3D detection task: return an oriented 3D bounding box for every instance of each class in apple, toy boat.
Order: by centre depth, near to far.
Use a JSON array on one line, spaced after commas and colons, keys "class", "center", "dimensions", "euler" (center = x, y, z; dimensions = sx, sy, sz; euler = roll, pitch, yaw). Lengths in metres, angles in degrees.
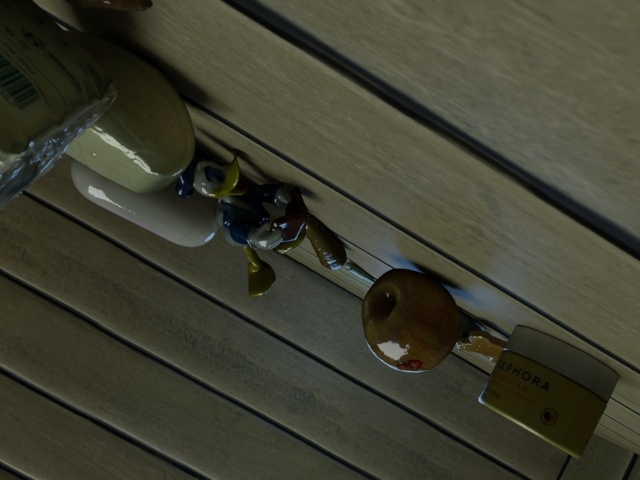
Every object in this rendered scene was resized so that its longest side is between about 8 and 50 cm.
[{"class": "apple", "center": [0.190, 0.171, 1.158], "dimensions": [0.187, 0.211, 0.211], "euler": [34, 173, -28]}, {"class": "toy boat", "center": [0.358, 0.231, 1.432], "dimensions": [0.085, 0.078, 0.260], "euler": [-16, 140, 44]}]

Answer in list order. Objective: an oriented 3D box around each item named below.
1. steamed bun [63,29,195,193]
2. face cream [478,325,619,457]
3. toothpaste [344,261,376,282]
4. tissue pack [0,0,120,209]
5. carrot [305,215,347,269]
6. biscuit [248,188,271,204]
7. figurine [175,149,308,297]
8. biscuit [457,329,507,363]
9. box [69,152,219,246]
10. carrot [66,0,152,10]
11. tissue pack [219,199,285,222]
[{"class": "steamed bun", "center": [-0.294, -0.188, 0.785], "dimensions": [0.250, 0.155, 0.200], "euler": [32, 160, -15]}, {"class": "face cream", "center": [0.463, 0.307, 1.110], "dimensions": [0.218, 0.180, 0.218], "euler": [30, 173, 4]}, {"class": "toothpaste", "center": [0.128, 0.106, 1.743], "dimensions": [0.048, 0.029, 0.197], "euler": [25, 175, 39]}, {"class": "tissue pack", "center": [-0.416, -0.194, 0.498], "dimensions": [0.380, 0.207, 0.297], "euler": [45, -163, -19]}, {"class": "carrot", "center": [0.000, 0.000, 1.349], "dimensions": [0.078, 0.078, 0.298], "euler": [27, 168, 27]}, {"class": "biscuit", "center": [-0.238, -0.141, 1.473], "dimensions": [0.236, 0.026, 0.131], "euler": [22, 169, 48]}, {"class": "figurine", "center": [-0.157, -0.047, 1.072], "dimensions": [0.338, 0.205, 0.283], "euler": [40, 158, -31]}, {"class": "biscuit", "center": [0.467, 0.281, 1.366], "dimensions": [0.234, 0.030, 0.153], "euler": [19, 156, -5]}, {"class": "box", "center": [-0.380, -0.145, 1.199], "dimensions": [0.349, 0.141, 0.289], "euler": [32, -156, -41]}, {"class": "carrot", "center": [-0.258, -0.261, 0.430], "dimensions": [0.263, 0.102, 0.102], "euler": [28, 175, -22]}, {"class": "tissue pack", "center": [-0.185, -0.065, 1.407], "dimensions": [0.170, 0.071, 0.325], "euler": [29, 173, -11]}]
